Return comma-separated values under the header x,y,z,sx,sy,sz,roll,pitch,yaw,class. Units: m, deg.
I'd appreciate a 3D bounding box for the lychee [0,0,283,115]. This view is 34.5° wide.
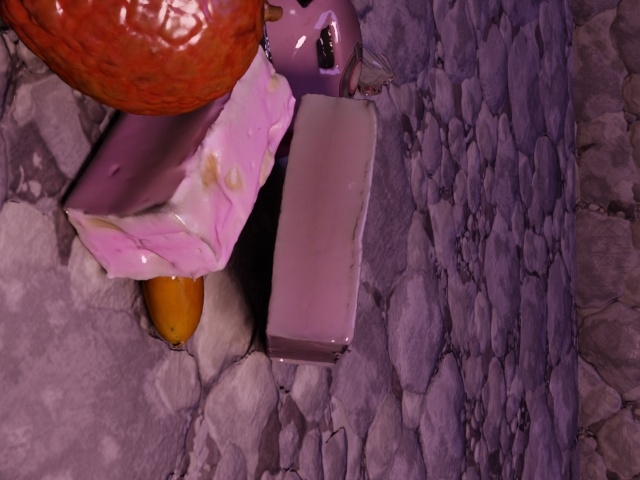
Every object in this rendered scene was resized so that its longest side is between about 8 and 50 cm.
x,y,z,sx,sy,sz,roll,pitch,yaw,class
-0.159,-0.243,0.967,0.300,0.255,0.255,-16,103,-30,lychee

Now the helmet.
x,y,z,sx,sy,sz,roll,pitch,yaw,class
-0.016,-0.245,1.347,0.253,0.154,0.198,66,33,-27,helmet

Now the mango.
x,y,z,sx,sy,sz,roll,pitch,yaw,class
-0.163,0.053,1.126,0.077,0.063,0.127,-40,128,-62,mango

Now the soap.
x,y,z,sx,sy,sz,roll,pitch,yaw,class
0.000,0.000,1.252,0.296,0.107,0.285,107,-9,-76,soap

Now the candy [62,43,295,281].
x,y,z,sx,sy,sz,roll,pitch,yaw,class
-0.140,-0.087,1.079,0.116,0.155,0.265,64,34,-40,candy

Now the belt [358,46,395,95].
x,y,z,sx,sy,sz,roll,pitch,yaw,class
0.050,-0.272,1.553,0.232,0.071,0.053,17,53,-64,belt
